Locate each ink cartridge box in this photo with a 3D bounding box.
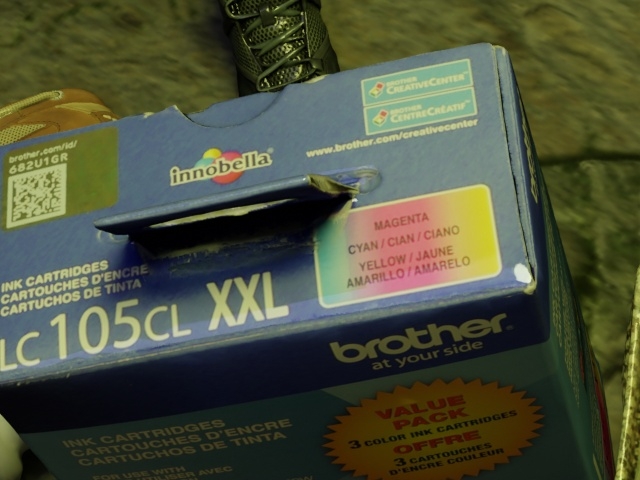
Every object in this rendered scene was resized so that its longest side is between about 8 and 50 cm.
[{"bbox_3d":[-0.005,0.054,0.980,0.270,0.395,0.151,-11,55,10],"label":"ink cartridge box"}]

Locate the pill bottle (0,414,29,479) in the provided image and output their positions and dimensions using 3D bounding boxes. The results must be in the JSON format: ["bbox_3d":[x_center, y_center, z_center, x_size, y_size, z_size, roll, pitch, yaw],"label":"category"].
[{"bbox_3d":[-0.247,0.133,1.188,0.169,0.094,0.094,-31,54,-5],"label":"pill bottle"}]

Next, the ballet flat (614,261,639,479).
[{"bbox_3d":[0.217,0.120,0.972,0.164,0.182,0.482,1,63,24],"label":"ballet flat"}]

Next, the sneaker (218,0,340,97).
[{"bbox_3d":[-0.033,-0.139,1.285,0.087,0.130,0.227,-16,56,9],"label":"sneaker"}]

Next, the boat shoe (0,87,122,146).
[{"bbox_3d":[-0.271,-0.007,1.285,0.324,0.122,0.120,-22,48,-8],"label":"boat shoe"}]
